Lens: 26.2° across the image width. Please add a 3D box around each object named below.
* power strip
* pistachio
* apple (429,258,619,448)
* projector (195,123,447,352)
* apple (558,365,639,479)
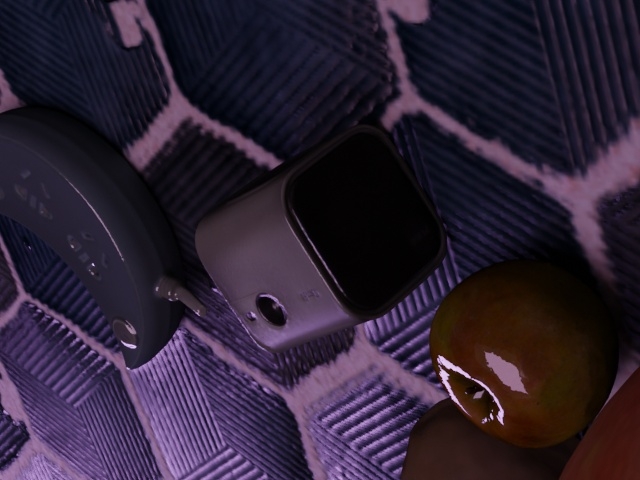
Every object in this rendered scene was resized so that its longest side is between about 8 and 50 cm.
[{"bbox_3d":[-0.152,-0.005,0.869,0.216,0.044,0.137,37,139,19],"label":"power strip"},{"bbox_3d":[0.101,0.144,0.692,0.149,0.113,0.113,53,143,9],"label":"pistachio"},{"bbox_3d":[0.094,0.053,0.644,0.089,0.074,0.090,29,139,29],"label":"apple"},{"bbox_3d":[0.000,0.000,0.688,0.082,0.083,0.083,-24,101,51],"label":"projector"},{"bbox_3d":[0.175,0.181,0.478,0.252,0.309,0.314,18,129,36],"label":"apple"}]
